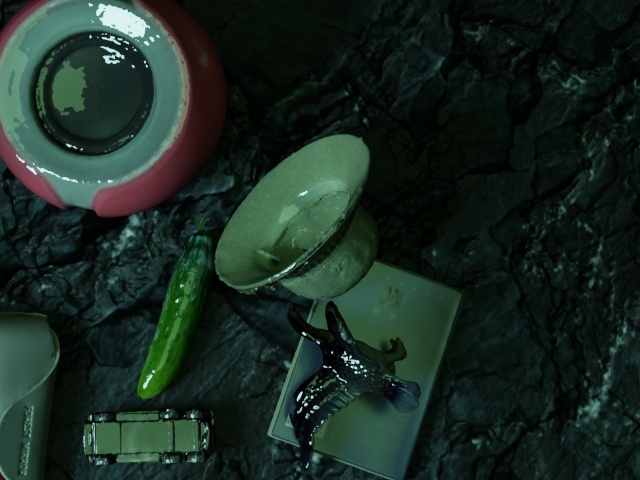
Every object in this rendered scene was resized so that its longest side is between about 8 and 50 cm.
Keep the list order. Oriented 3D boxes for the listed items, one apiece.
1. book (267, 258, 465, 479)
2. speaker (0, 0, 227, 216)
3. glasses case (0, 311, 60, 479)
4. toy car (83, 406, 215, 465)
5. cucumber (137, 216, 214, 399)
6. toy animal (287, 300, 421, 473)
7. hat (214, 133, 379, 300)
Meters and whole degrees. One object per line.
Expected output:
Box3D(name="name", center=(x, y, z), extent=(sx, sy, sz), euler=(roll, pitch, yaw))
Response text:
Box3D(name="book", center=(0.063, 0.161, 1.955), extent=(0.191, 0.025, 0.269), euler=(20, 80, -7))
Box3D(name="speaker", center=(-0.270, -0.177, 1.816), extent=(0.294, 0.294, 0.294), euler=(1, 83, -10))
Box3D(name="glasses case", center=(-0.391, 0.237, 1.816), extent=(0.083, 0.128, 0.308), euler=(1, 82, 34))
Box3D(name="toy car", center=(-0.216, 0.248, 1.875), extent=(0.165, 0.062, 0.071), euler=(-1, 82, -10))
Box3D(name="cucumber", center=(-0.177, 0.088, 1.906), extent=(0.056, 0.056, 0.250), euler=(19, 83, -7))
Box3D(name="toy animal", center=(0.027, 0.156, 1.885), extent=(0.160, 0.197, 0.272), euler=(5, 126, -25))
Box3D(name="hat", center=(0.000, 0.000, 1.878), extent=(0.257, 0.257, 0.130), euler=(-50, 116, -12))
